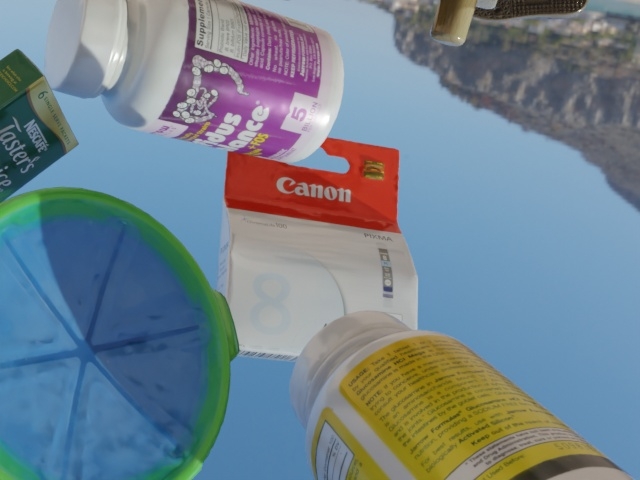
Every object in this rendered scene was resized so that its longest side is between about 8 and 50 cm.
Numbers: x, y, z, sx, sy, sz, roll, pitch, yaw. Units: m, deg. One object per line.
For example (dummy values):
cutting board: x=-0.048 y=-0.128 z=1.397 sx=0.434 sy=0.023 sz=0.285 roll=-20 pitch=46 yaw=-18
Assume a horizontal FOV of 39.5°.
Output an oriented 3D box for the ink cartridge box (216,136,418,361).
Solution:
ink cartridge box: x=0.000 y=0.000 z=1.401 sx=0.308 sy=0.384 sz=0.091 roll=8 pitch=164 yaw=-18

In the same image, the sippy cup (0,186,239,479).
sippy cup: x=-0.226 y=0.104 z=0.676 sx=0.305 sy=0.240 sz=0.224 roll=35 pitch=139 yaw=-31

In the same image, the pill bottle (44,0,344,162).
pill bottle: x=-0.138 y=-0.192 z=0.989 sx=0.302 sy=0.169 sz=0.169 roll=9 pitch=-166 yaw=-33

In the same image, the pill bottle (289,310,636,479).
pill bottle: x=0.104 y=0.191 z=0.743 sx=0.188 sy=0.187 sz=0.334 roll=1 pitch=-159 yaw=-27

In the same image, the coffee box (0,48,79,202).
coffee box: x=-0.289 y=-0.061 z=0.716 sx=0.184 sy=0.113 sz=0.040 roll=-41 pitch=-108 yaw=-17

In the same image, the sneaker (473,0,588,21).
sneaker: x=0.256 y=-0.320 z=1.192 sx=0.188 sy=0.066 sz=0.071 roll=6 pitch=-173 yaw=1

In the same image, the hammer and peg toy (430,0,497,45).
hammer and peg toy: x=0.046 y=-0.280 z=0.763 sx=0.266 sy=0.127 sz=0.361 roll=17 pitch=-178 yaw=6
